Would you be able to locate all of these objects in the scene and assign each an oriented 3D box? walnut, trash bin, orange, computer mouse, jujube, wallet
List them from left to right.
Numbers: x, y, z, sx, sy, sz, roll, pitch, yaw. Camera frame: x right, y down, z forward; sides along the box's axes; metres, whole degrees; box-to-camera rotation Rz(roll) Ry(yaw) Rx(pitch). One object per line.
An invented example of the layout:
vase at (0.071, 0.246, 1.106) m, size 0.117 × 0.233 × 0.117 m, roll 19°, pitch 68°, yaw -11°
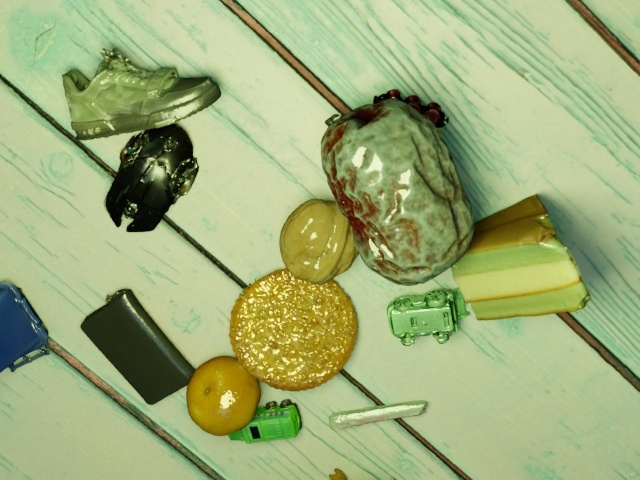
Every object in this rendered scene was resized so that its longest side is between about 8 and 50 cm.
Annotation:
trash bin at (-0.663, 0.211, 1.478) m, size 0.162 × 0.234 × 0.184 m, roll -26°, pitch 104°, yaw 14°
wallet at (-0.378, 0.221, 1.553) m, size 0.149 × 0.044 × 0.250 m, roll -34°, pitch 103°, yaw 21°
computer mouse at (-0.323, -0.114, 1.407) m, size 0.146 × 0.077 × 0.242 m, roll 31°, pitch 110°, yaw -3°
orange at (-0.192, 0.313, 1.513) m, size 0.158 × 0.159 × 0.136 m, roll -30°, pitch 147°, yaw 16°
walnut at (0.000, 0.000, 1.379) m, size 0.166 × 0.149 × 0.167 m, roll -11°, pitch 124°, yaw -17°
jujube at (0.128, -0.082, 1.262) m, size 0.226 × 0.226 × 0.317 m, roll -25°, pitch 110°, yaw 14°

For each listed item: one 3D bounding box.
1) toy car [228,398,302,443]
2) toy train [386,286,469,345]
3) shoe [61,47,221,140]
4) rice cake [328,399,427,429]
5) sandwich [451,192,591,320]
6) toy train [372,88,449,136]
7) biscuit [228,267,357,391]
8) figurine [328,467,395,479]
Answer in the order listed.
toy car at (-0.123, 0.384, 1.570) m, size 0.165 × 0.062 × 0.071 m, roll -10°, pitch 109°, yaw 10°
toy train at (0.205, 0.139, 1.440) m, size 0.149 × 0.081 × 0.099 m, roll -8°, pitch 109°, yaw 15°
shoe at (-0.330, -0.275, 1.328) m, size 0.292 × 0.109 × 0.149 m, roll -12°, pitch 114°, yaw 16°
rice cake at (0.119, 0.358, 1.549) m, size 0.207 × 0.033 × 0.033 m, roll -11°, pitch 98°, yaw 9°
sandwich at (0.333, 0.052, 1.309) m, size 0.198 × 0.227 × 0.155 m, roll -27°, pitch 104°, yaw 15°
toy train at (0.153, -0.211, 1.330) m, size 0.137 × 0.050 × 0.087 m, roll 18°, pitch 117°, yaw 2°
biscuit at (-0.051, 0.175, 1.468) m, size 0.253 × 0.035 × 0.254 m, roll 0°, pitch 97°, yaw -4°
figurine at (-0.012, 0.615, 1.535) m, size 0.386 × 0.268 × 0.401 m, roll -7°, pitch 120°, yaw -5°
